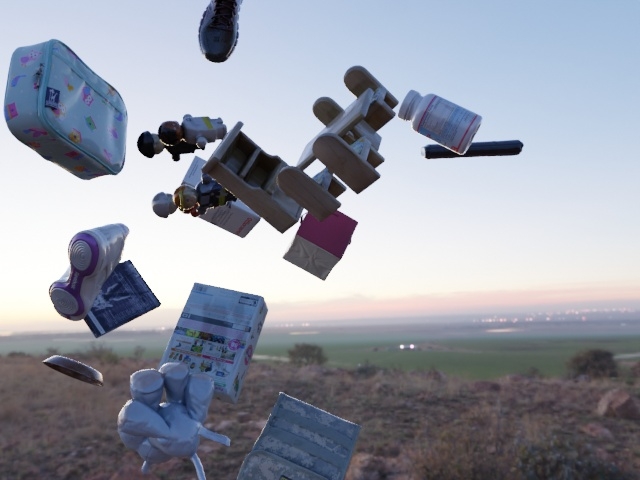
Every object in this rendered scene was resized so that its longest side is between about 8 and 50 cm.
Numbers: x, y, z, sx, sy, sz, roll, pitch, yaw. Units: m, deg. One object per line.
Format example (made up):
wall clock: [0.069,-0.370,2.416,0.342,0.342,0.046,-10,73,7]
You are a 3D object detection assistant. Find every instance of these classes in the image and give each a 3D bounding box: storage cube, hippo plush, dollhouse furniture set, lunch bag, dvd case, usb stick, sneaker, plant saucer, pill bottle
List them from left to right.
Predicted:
lunch bag: [-0.518,-0.271,1.101,0.108,0.223,0.279,-5,-19,12]
plant saucer: [-0.668,0.354,1.437,0.169,0.029,0.168,14,-29,8]
sneaker: [-0.537,0.079,1.247,0.305,0.114,0.152,-50,-3,31]
dvd case: [-0.557,0.150,1.419,0.018,0.164,0.221,-40,-6,32]
hippo plush: [-0.389,0.465,1.362,0.294,0.234,0.236,38,-43,-5]
sneaker: [-0.251,-0.605,1.325,0.107,0.281,0.162,10,-11,-5]
lunch bag: [-0.060,0.563,1.299,0.235,0.287,0.168,21,-44,9]
dollhouse furniture set: [-0.031,-0.143,0.768,0.161,0.212,0.242,40,-50,-18]
storage cube: [0.000,0.000,1.941,0.215,0.193,0.183,30,-38,-3]
pill bottle: [0.246,-0.251,1.096,0.160,0.087,0.087,30,-1,13]
usb stick: [0.426,-0.256,1.481,0.278,0.045,0.077,-3,14,-1]

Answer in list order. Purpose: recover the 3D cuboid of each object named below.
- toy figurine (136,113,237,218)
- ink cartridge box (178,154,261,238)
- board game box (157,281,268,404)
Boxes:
toy figurine: [-0.282,-0.152,1.100,0.148,0.212,0.210,-12,6,-30]
ink cartridge box: [-0.331,-0.137,1.749,0.273,0.114,0.197,27,-29,-15]
board game box: [-0.306,0.290,1.522,0.224,0.303,0.097,11,-31,12]
